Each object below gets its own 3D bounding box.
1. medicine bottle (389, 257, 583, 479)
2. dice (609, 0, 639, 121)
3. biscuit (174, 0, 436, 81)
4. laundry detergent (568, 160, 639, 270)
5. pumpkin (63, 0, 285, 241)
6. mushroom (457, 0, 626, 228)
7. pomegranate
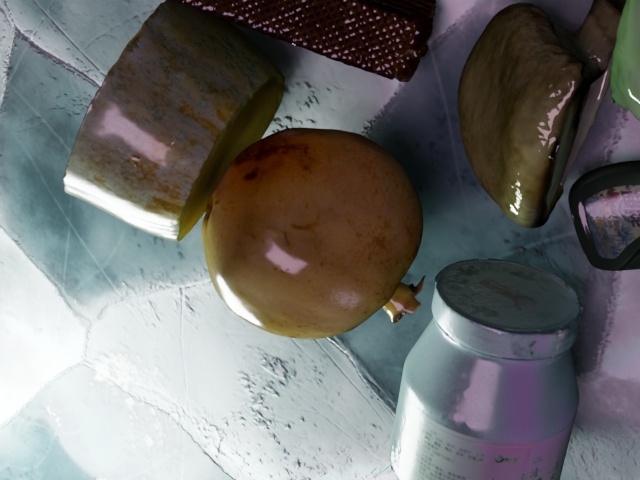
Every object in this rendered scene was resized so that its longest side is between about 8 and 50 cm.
[{"bbox_3d":[0.227,0.193,1.622,0.245,0.245,0.290,17,119,22],"label":"medicine bottle"},{"bbox_3d":[0.493,-0.247,1.205,0.322,0.330,0.318,23,121,20],"label":"dice"},{"bbox_3d":[-0.041,-0.319,1.547,0.388,0.073,0.107,20,130,-5],"label":"biscuit"},{"bbox_3d":[0.431,-0.038,1.498,0.222,0.078,0.144,-11,109,30],"label":"laundry detergent"},{"bbox_3d":[-0.185,-0.164,1.648,0.199,0.332,0.332,28,125,-1],"label":"pumpkin"},{"bbox_3d":[0.248,-0.169,1.449,0.212,0.217,0.292,39,126,12],"label":"mushroom"},{"bbox_3d":[0.000,0.000,1.628,0.319,0.319,0.319,12,118,24],"label":"pomegranate"}]
